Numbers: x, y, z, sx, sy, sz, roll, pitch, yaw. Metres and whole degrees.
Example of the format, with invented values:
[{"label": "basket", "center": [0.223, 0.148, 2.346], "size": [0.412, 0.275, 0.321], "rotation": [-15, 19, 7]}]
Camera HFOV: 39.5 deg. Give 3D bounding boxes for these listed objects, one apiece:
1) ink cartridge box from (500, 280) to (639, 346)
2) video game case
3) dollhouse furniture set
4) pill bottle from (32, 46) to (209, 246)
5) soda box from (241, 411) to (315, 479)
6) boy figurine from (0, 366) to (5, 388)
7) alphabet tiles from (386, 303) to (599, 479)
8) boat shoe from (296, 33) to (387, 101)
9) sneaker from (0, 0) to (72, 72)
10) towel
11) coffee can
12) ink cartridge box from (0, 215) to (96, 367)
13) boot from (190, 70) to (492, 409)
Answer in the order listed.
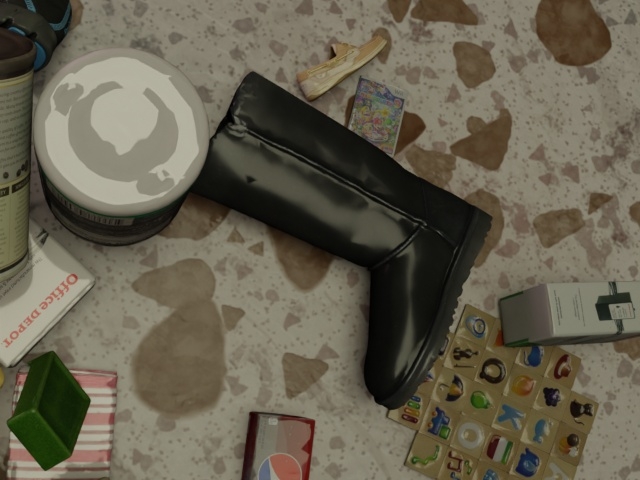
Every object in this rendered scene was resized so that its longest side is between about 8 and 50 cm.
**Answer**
[{"label": "ink cartridge box", "center": [0.421, 0.120, 1.448], "size": [0.208, 0.153, 0.086], "rotation": [0, 76, -19]}, {"label": "video game case", "center": [0.093, -0.206, 1.488], "size": [0.087, 0.011, 0.122], "rotation": [16, 77, -12]}, {"label": "dollhouse furniture set", "center": [-0.376, 0.342, 1.222], "size": [0.198, 0.151, 0.301], "rotation": [-29, 111, 4]}, {"label": "pill bottle", "center": [-0.270, -0.102, 1.189], "size": [0.204, 0.361, 0.204], "rotation": [2, 81, -15]}, {"label": "soda box", "center": [-0.072, 0.388, 1.311], "size": [0.092, 0.083, 0.263], "rotation": [9, 80, -13]}, {"label": "boy figurine", "center": [-0.543, 0.128, 1.178], "size": [0.285, 0.177, 0.092], "rotation": [38, 45, 9]}, {"label": "alphabet tiles", "center": [0.288, 0.279, 1.466], "size": [0.343, 0.011, 0.285], "rotation": [26, 75, -10]}, {"label": "boat shoe", "center": [0.034, -0.295, 1.458], "size": [0.170, 0.063, 0.059], "rotation": [-38, 98, -17]}, {"label": "sneaker", "center": [-0.534, -0.362, 1.305], "size": [0.341, 0.125, 0.139], "rotation": [25, 48, -7]}, {"label": "towel", "center": [-0.370, 0.282, 1.278], "size": [0.144, 0.029, 0.197], "rotation": [5, 83, -14]}, {"label": "coffee can", "center": [-0.445, -0.105, 1.059], "size": [0.202, 0.201, 0.275], "rotation": [3, 114, -15]}, {"label": "ink cartridge box", "center": [-0.459, 0.040, 1.251], "size": [0.237, 0.100, 0.172], "rotation": [43, 73, -4]}, {"label": "boot", "center": [0.001, -0.002, 1.358], "size": [0.445, 0.146, 0.367], "rotation": [30, 67, -12]}]
